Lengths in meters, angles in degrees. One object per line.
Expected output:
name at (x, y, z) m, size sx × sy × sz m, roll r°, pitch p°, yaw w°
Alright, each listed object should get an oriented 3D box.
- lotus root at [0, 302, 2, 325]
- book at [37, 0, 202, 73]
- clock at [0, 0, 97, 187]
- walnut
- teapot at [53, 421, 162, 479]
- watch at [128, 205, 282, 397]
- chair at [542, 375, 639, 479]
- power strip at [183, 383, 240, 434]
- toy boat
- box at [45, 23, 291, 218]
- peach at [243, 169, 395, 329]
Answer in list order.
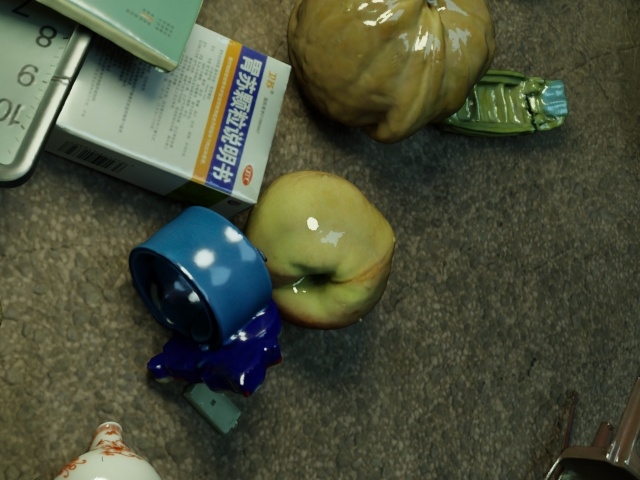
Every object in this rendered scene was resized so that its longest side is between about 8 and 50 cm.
lotus root at (-0.394, 0.076, 1.276) m, size 0.054 × 0.049 × 0.099 m, roll -26°, pitch 105°, yaw -39°
book at (-0.231, -0.404, 1.320) m, size 0.264 × 0.031 × 0.379 m, roll 28°, pitch 57°, yaw -19°
clock at (-0.407, -0.216, 1.249) m, size 0.273 × 0.049 × 0.278 m, roll 20°, pitch 69°, yaw -2°
walnut at (0.098, -0.280, 1.577) m, size 0.296 × 0.285 × 0.285 m, roll -8°, pitch 88°, yaw -28°
teapot at (-0.256, 0.342, 1.317) m, size 0.159 × 0.116 × 0.245 m, roll 33°, pitch 70°, yaw -42°
watch at (-0.142, 0.068, 1.385) m, size 0.171 × 0.196 × 0.200 m, roll -44°, pitch 120°, yaw -39°
chair at (0.449, 0.400, 1.799) m, size 0.175 × 0.183 × 0.326 m, roll 43°, pitch 59°, yaw -24°
power strip at (-0.142, 0.216, 1.470) m, size 0.090 × 0.016 × 0.040 m, roll 50°, pitch 56°, yaw -21°
toy boat at (0.284, -0.225, 1.835) m, size 0.276 × 0.084 × 0.111 m, roll -5°, pitch 89°, yaw -35°
box at (-0.206, -0.175, 1.399) m, size 0.299 × 0.106 × 0.200 m, roll 21°, pitch 70°, yaw -24°
peach at (0.000, 0.000, 1.502) m, size 0.232 × 0.232 × 0.232 m, roll 7°, pitch 79°, yaw -37°
